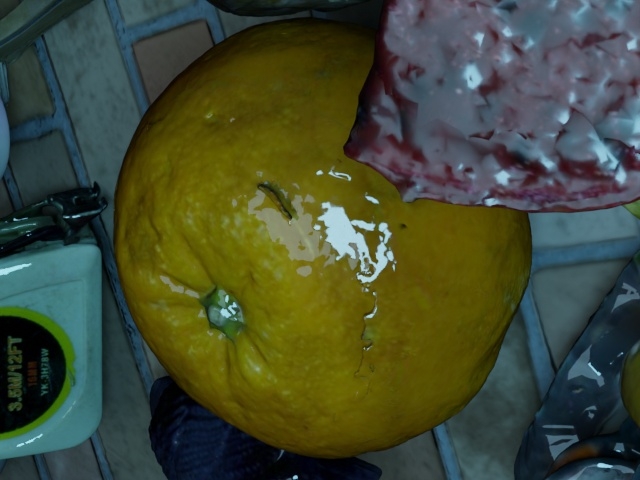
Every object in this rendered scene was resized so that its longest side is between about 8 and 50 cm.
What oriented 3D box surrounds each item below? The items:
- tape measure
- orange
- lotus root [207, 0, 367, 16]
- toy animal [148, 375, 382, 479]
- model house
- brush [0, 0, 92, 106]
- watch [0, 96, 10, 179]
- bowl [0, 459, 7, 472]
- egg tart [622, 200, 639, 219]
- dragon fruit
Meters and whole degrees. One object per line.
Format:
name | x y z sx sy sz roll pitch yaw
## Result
tape measure | -0.294 0.070 1.010 0.115 0.207 0.235 -130 40 -59
orange | 0.000 0.000 0.745 0.284 0.226 0.283 23 127 34
lotus root | -0.033 -0.163 0.670 0.167 0.329 0.078 16 95 -8
toy animal | -0.057 0.179 0.905 0.185 0.122 0.298 64 160 1
model house | 0.189 0.155 0.631 0.190 0.301 0.271 33 123 14
brush | -0.266 -0.156 0.984 0.327 0.070 0.065 -24 83 37
watch | -0.393 -0.104 0.908 0.196 0.231 0.244 15 118 30
bowl | -0.367 0.177 1.170 0.189 0.086 0.189 14 114 34
egg tart | 0.228 -0.168 0.579 0.345 0.132 0.345 14 114 32
dragon fruit | 0.162 -0.145 0.460 0.205 0.152 0.317 27 113 19
